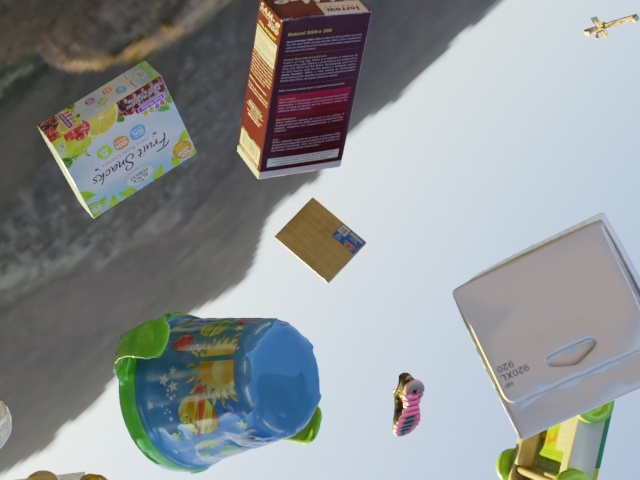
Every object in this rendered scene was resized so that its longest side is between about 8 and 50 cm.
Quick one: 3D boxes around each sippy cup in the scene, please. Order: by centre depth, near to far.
[{"bbox_3d":[-0.130,0.206,1.945,0.224,0.240,0.305,-14,180,40],"label":"sippy cup"}]

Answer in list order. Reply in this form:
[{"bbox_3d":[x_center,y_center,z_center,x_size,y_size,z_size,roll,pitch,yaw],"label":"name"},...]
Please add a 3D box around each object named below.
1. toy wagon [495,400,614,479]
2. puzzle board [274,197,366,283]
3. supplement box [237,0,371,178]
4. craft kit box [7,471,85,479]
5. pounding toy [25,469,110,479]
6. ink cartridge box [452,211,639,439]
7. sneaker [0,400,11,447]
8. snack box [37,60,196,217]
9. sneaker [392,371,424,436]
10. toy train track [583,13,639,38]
[{"bbox_3d":[0.315,0.310,1.883,0.267,0.068,0.344,168,-65,-80],"label":"toy wagon"},{"bbox_3d":[0.000,0.000,2.297,0.096,0.128,0.011,-46,160,-11],"label":"puzzle board"},{"bbox_3d":[-0.024,-0.203,1.770,0.130,0.073,0.239,-10,132,-27],"label":"supplement box"},{"bbox_3d":[-0.471,0.501,2.162,0.250,0.246,0.061,-2,147,-31],"label":"craft kit box"},{"bbox_3d":[-0.274,0.352,1.741,0.110,0.183,0.237,-56,-156,-4],"label":"pounding toy"},{"bbox_3d":[0.258,0.082,1.428,0.171,0.168,0.232,-27,177,12],"label":"ink cartridge box"},{"bbox_3d":[-0.502,0.219,1.666,0.292,0.110,0.118,1,131,-43],"label":"sneaker"},{"bbox_3d":[-0.327,-0.163,2.215,0.207,0.174,0.070,-32,-136,-12],"label":"snack box"},{"bbox_3d":[0.141,0.275,2.307,0.057,0.047,0.119,43,-52,48],"label":"sneaker"},{"bbox_3d":[0.427,-0.314,2.005,0.083,0.048,0.014,-14,-129,31],"label":"toy train track"}]
